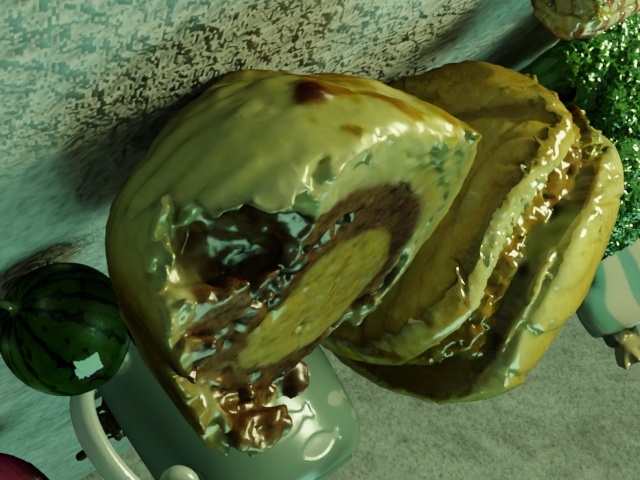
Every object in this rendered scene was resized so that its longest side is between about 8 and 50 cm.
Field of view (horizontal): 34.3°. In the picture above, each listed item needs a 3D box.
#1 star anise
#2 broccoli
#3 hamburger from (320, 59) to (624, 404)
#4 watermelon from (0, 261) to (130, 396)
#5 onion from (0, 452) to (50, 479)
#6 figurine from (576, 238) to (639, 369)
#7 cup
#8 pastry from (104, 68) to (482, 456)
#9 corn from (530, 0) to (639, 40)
[{"bbox_3d":[-0.310,0.266,1.579,0.234,0.073,0.177,-50,180,0],"label":"star anise"},{"bbox_3d":[0.286,-0.127,1.089,0.308,0.275,0.308,12,90,-70],"label":"broccoli"},{"bbox_3d":[0.107,-0.011,0.848,0.259,0.144,0.283,26,-96,53],"label":"hamburger"},{"bbox_3d":[-0.188,0.063,0.754,0.109,0.109,0.109,-33,173,-5],"label":"watermelon"},{"bbox_3d":[-0.410,0.455,1.244,0.348,0.385,0.348,-49,174,-7],"label":"onion"},{"bbox_3d":[0.357,-0.035,1.425,0.266,0.361,0.377,-35,174,12],"label":"figurine"},{"bbox_3d":[-0.131,0.205,1.216,0.259,0.275,0.356,-39,172,31],"label":"cup"},{"bbox_3d":[-0.035,-0.014,0.653,0.237,0.170,0.256,-42,156,-22],"label":"pastry"},{"bbox_3d":[0.264,-0.230,0.895,0.237,0.079,0.079,-30,172,-44],"label":"corn"}]
